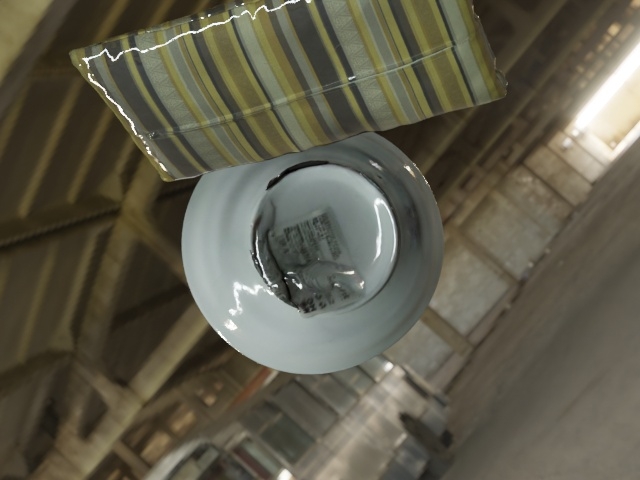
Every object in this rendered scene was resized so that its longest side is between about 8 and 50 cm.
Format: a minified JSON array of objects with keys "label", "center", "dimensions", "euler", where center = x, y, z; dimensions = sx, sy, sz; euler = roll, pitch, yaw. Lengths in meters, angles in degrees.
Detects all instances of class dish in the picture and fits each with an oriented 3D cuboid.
[{"label":"dish","center":[0.000,0.000,1.312],"dimensions":[0.316,0.316,0.106],"euler":[-47,3,-10]}]

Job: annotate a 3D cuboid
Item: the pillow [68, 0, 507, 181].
[{"label":"pillow","center":[-0.015,-0.085,0.584],"dimensions":[0.203,0.038,0.113],"euler":[-14,-40,16]}]
